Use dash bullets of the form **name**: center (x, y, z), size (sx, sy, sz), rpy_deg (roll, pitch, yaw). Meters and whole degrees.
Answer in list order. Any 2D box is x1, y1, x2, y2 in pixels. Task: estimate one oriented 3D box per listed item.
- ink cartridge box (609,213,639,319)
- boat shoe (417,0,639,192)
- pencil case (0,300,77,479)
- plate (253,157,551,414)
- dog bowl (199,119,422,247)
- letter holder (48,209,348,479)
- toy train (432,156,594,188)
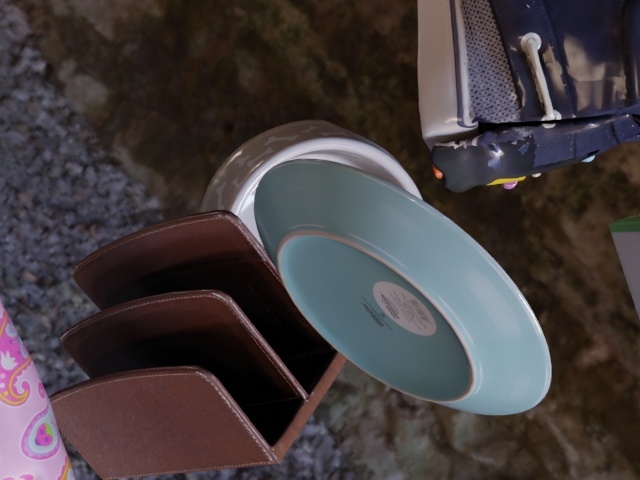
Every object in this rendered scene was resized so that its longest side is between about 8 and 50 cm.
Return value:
- **ink cartridge box**: center (0.395, -0.005, 0.759), size (0.211, 0.289, 0.121), rpy_deg (29, 43, -89)
- **boat shoe**: center (0.149, -0.204, 0.711), size (0.127, 0.158, 0.340), rpy_deg (34, 51, -67)
- **pencil case**: center (-0.306, 0.126, 0.870), size (0.124, 0.124, 0.284), rpy_deg (-48, 119, -76)
- **plate**: center (0.033, 0.035, 0.534), size (0.188, 0.024, 0.188), rpy_deg (32, -28, 19)
- **dog bowl**: center (0.000, 0.000, 1.469), size (0.349, 0.348, 0.102), rpy_deg (37, -2, -17)
- **letter holder**: center (-0.164, 0.112, 1.039), size (0.214, 0.302, 0.152), rpy_deg (54, 47, -18)
- **toy train**: center (0.199, -0.097, 1.067), size (0.166, 0.125, 0.046), rpy_deg (1, 71, -28)
